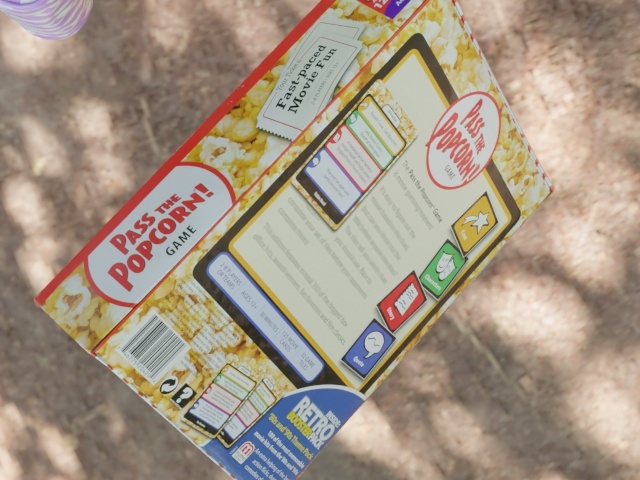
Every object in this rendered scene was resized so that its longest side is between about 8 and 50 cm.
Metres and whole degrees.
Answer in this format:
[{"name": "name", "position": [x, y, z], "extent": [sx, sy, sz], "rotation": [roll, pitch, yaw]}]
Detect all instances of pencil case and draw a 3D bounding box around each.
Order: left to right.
[{"name": "pencil case", "position": [-0.256, -0.237, 1.261], "extent": [0.086, 0.206, 0.088], "rotation": [21, 88, -4]}]

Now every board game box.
[{"name": "board game box", "position": [0.000, 0.000, 0.574], "extent": [0.045, 0.193, 0.146], "rotation": [35, 168, 41]}]
